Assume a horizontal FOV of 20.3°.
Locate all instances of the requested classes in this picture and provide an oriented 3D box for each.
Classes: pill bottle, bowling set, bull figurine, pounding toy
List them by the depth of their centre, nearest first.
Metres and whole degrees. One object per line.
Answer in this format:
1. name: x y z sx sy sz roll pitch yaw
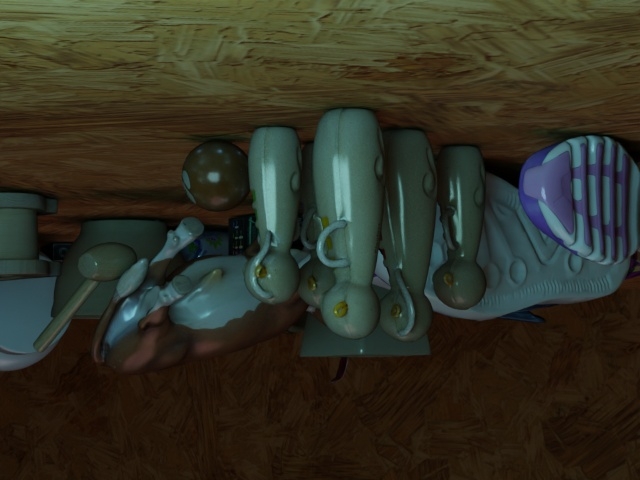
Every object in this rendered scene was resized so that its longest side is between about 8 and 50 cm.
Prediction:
1. bowling set: 0.000 0.000 1.310 0.200 0.154 0.287 -3 175 27
2. pounding toy: -0.327 0.034 1.716 0.270 0.154 0.154 -5 177 26
3. bull figurine: -0.084 0.048 1.779 0.310 0.101 0.188 -21 153 -36
4. pill bottle: -0.420 0.084 2.286 0.169 0.169 0.301 2 175 -26

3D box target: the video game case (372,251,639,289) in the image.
1. video game case: 0.195 0.019 1.824 0.232 0.041 0.210 -18 155 35

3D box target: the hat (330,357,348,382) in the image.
1. hat: 0.061 0.085 2.229 0.173 0.183 0.208 -2 175 18

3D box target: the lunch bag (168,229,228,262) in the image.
1. lunch bag: -0.150 0.030 2.143 0.129 0.096 0.151 5 -174 -43

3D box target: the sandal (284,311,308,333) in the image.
1. sandal: -0.035 0.054 2.322 0.086 0.120 0.303 -15 172 10

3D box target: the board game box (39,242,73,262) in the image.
1. board game box: -0.276 0.021 2.392 0.186 0.026 0.126 1 175 -18

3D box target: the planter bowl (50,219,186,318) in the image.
1. planter bowl: -0.221 0.033 2.005 0.162 0.109 0.162 -1 175 0

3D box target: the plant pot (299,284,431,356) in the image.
1. plant pot: 0.050 0.083 2.011 0.109 0.096 0.109 4 173 -40

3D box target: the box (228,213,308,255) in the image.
1. box: -0.053 -0.002 1.952 0.062 0.052 0.083 4 173 -40

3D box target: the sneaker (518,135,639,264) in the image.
1. sneaker: 0.208 -0.031 1.393 0.105 0.095 0.236 6 -179 36

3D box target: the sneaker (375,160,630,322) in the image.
1. sneaker: 0.091 0.007 1.574 0.323 0.130 0.236 5 175 -42
